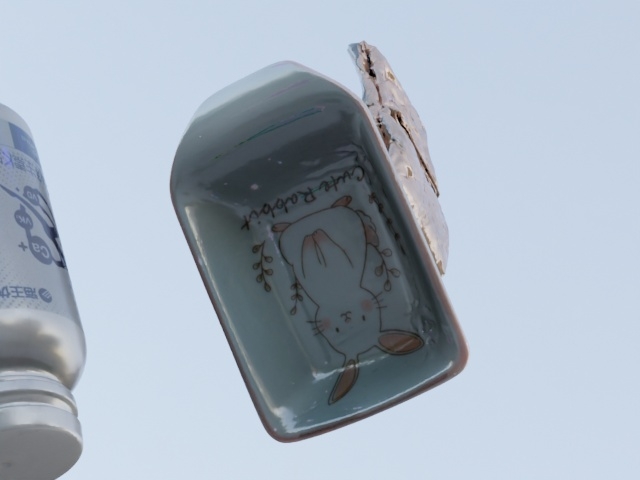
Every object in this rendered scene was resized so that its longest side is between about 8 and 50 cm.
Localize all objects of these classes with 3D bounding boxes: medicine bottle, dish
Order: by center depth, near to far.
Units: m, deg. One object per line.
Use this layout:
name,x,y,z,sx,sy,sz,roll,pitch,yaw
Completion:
medicine bottle,-0.178,0.029,0.959,0.107,0.191,0.107,-14,-29,-8
dish,0.000,0.000,1.244,0.154,0.064,0.234,-24,-93,23

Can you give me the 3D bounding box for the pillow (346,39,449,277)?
pillow,0.064,-0.067,1.559,0.043,0.232,0.126,-23,-58,12
